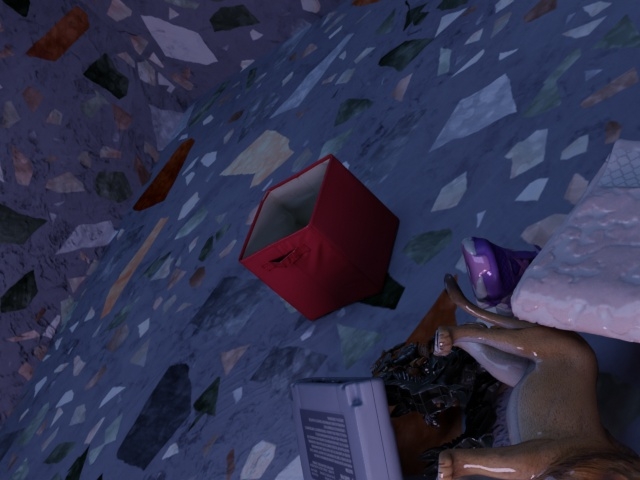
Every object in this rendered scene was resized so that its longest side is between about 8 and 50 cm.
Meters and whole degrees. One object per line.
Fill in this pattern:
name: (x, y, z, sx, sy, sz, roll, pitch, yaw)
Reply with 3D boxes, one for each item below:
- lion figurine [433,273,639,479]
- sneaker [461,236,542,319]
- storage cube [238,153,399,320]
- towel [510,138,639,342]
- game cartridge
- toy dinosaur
lion figurine: (0.240, 0.187, 0.953, 0.240, 0.142, 0.392, 1, 48, 5)
sneaker: (0.256, 0.042, 1.176, 0.105, 0.236, 0.095, -16, 70, 23)
storage cube: (0.000, 0.000, 1.634, 0.184, 0.193, 0.215, -26, 33, 38)
towel: (0.418, -0.003, 0.981, 0.332, 0.053, 0.317, 8, 46, 40)
game cartridge: (0.032, 0.276, 1.171, 0.062, 0.198, 0.297, -13, -4, -18)
toy dinosaur: (0.179, 0.169, 1.181, 0.322, 0.164, 0.218, -45, 5, 46)
